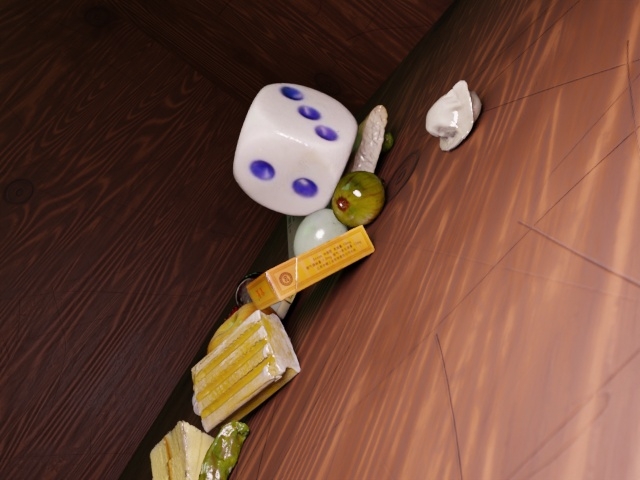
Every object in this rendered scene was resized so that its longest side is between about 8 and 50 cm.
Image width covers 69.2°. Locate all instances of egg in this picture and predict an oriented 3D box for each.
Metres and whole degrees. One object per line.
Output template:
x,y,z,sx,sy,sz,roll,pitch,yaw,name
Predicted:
0.000,0.000,1.341,0.192,0.149,0.149,-60,10,7,egg

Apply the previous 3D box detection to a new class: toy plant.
-0.211,0.199,1.685,0.218,0.175,0.235,-62,-15,-4,toy plant

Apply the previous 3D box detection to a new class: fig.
0.143,-0.133,1.302,0.259,0.151,0.151,-27,-13,-44,fig

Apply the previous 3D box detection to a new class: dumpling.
0.295,-0.270,1.043,0.176,0.092,0.150,-28,43,58,dumpling

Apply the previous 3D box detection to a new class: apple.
-0.203,0.294,1.311,0.235,0.173,0.210,-46,11,-4,apple

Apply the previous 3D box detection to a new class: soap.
-0.189,0.316,1.109,0.274,0.089,0.173,-42,55,20,soap

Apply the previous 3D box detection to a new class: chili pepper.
-0.228,0.501,1.029,0.073,0.072,0.204,-42,16,45,chili pepper

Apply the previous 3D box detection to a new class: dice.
-0.075,-0.266,1.387,0.304,0.304,0.277,116,173,-48,dice

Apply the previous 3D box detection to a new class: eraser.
-0.121,0.163,1.492,0.157,0.038,0.230,-29,29,52,eraser

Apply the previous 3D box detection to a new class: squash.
0.178,-0.323,1.728,0.087,0.087,0.331,-60,11,-22,squash

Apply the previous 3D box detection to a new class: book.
-0.079,-0.005,1.653,0.215,0.025,0.283,143,126,-62,book

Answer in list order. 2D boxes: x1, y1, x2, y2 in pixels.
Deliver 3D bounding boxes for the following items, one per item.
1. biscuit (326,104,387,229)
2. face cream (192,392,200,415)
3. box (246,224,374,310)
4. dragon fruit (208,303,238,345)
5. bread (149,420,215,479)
0.079,-0.184,1.611,0.446,0.104,0.429,143,145,-65,biscuit
-0.428,0.567,1.717,0.082,0.082,0.269,-56,11,-3,face cream
-0.025,0.067,1.110,0.274,0.076,0.174,-25,-6,-27,box
-0.394,0.368,2.128,0.282,0.100,0.343,-46,11,48,dragon fruit
-0.401,0.629,1.242,0.240,0.135,0.178,-46,13,32,bread
